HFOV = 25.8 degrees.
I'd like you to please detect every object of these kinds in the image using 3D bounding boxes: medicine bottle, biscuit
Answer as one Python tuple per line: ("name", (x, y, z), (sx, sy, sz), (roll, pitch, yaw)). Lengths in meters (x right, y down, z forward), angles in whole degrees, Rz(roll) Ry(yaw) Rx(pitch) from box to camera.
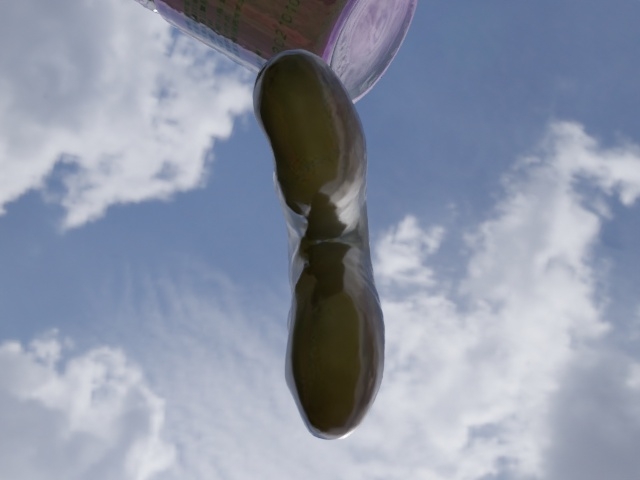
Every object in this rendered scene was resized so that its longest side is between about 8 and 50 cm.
("medicine bottle", (-0.065, -0.264, 1.366), (0.290, 0.178, 0.178), (30, -79, 21))
("biscuit", (0.000, -0.001, 0.654), (0.047, 0.208, 0.164), (-5, -88, 0))
